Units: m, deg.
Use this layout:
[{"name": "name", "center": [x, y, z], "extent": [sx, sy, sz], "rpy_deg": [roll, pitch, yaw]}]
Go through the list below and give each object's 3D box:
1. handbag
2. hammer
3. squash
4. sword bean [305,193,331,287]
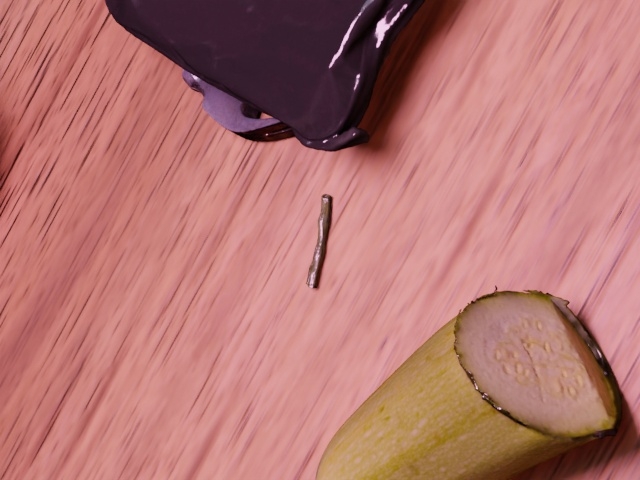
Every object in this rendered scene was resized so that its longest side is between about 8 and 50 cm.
[{"name": "handbag", "center": [-0.046, -0.214, 1.369], "extent": [0.332, 0.075, 0.191], "rpy_deg": [34, 99, 35]}, {"name": "hammer", "center": [0.007, -0.206, 1.402], "extent": [0.290, 0.037, 0.137], "rpy_deg": [-48, 55, 12]}, {"name": "squash", "center": [0.066, 0.145, 1.196], "extent": [0.287, 0.137, 0.137], "rpy_deg": [-32, 60, 24]}, {"name": "sword bean", "center": [0.000, 0.000, 1.356], "extent": [0.012, 0.012, 0.083], "rpy_deg": [1, 74, 34]}]
